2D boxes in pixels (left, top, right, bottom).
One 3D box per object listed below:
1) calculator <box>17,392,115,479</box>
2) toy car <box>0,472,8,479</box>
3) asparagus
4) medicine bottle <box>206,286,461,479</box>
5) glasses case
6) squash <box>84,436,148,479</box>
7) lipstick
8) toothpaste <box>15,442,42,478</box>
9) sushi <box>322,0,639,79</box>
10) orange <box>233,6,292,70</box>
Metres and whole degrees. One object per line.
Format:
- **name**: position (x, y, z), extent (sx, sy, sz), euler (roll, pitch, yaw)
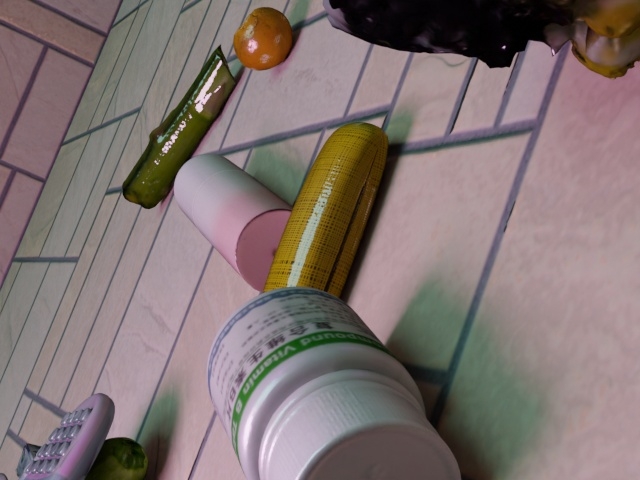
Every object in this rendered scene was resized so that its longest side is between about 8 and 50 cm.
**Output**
- **calculator**: position (-0.316, 0.294, 1.273), extent (0.299, 0.041, 0.185), euler (-59, 16, -24)
- **toy car**: position (-0.396, 0.397, 1.382), extent (0.256, 0.101, 0.124), euler (57, 137, 27)
- **asparagus**: position (-0.201, -0.161, 1.718), extent (0.067, 0.060, 0.277), euler (49, 117, 18)
- **medicine bottle**: position (0.003, 0.130, 0.828), extent (0.139, 0.139, 0.237), euler (-62, 21, 9)
- **glasses case**: position (0.000, 0.000, 1.076), extent (0.079, 0.064, 0.234), euler (1, 67, 59)
- **squash**: position (-0.277, 0.302, 1.376), extent (0.292, 0.082, 0.082), euler (-42, 32, 41)
- **lipstick**: position (-0.088, -0.026, 1.275), extent (0.087, 0.087, 0.327), euler (-64, 21, 5)
- **toothpaste**: position (-0.403, 0.341, 1.690), extent (0.196, 0.040, 0.047), euler (16, 87, 69)
- **sushi**: position (0.163, -0.247, 0.709), extent (0.328, 0.285, 0.328), euler (107, 179, -55)
- **orange**: position (-0.073, -0.258, 1.511), extent (0.083, 0.070, 0.083), euler (-47, 17, 20)
